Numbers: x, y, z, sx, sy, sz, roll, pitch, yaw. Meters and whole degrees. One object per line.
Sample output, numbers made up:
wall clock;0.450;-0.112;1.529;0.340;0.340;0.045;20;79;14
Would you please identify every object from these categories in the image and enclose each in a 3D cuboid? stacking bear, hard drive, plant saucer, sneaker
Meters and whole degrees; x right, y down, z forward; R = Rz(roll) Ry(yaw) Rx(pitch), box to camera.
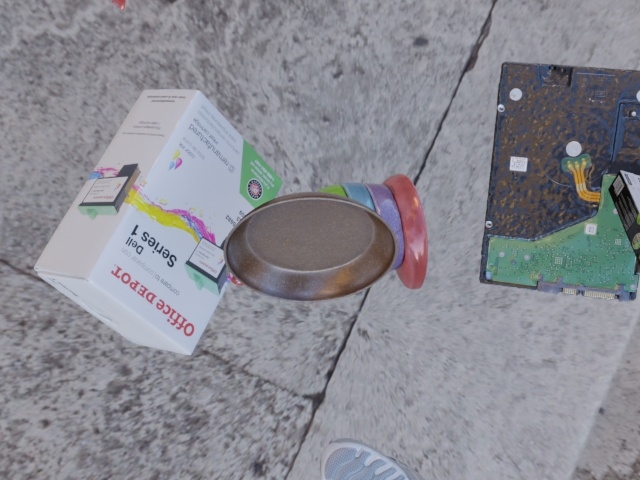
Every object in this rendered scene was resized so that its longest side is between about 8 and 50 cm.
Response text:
stacking bear;0.000;0.000;1.316;0.289;0.164;0.175;-11;66;-9
hard drive;0.371;-0.088;1.311;0.237;0.064;0.339;6;103;15
plant saucer;-0.011;0.003;1.010;0.198;0.198;0.036;-3;52;2
sneaker;0.086;0.353;1.232;0.105;0.115;0.281;-44;122;2

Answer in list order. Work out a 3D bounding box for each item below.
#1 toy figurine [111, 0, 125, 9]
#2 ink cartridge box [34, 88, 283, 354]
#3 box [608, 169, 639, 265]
toy figurine;-0.320;-0.150;0.493;0.217;0.362;0.191;-48;57;31
ink cartridge box;-0.197;-0.022;1.124;0.117;0.201;0.278;8;63;40
box;0.452;-0.004;1.131;0.114;0.207;0.036;14;129;-11
